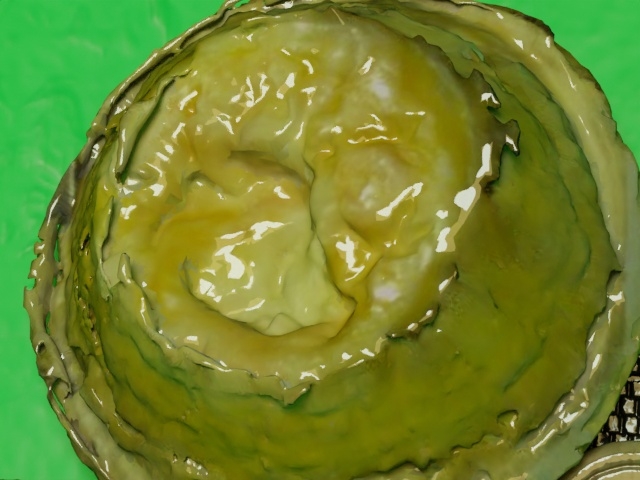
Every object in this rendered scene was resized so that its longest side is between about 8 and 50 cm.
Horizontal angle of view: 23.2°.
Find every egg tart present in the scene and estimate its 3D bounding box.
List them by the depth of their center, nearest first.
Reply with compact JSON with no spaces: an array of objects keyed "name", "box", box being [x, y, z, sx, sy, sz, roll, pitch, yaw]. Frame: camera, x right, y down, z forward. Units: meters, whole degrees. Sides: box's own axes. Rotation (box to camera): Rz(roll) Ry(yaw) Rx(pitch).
[{"name":"egg tart","box":[0.000,0.000,0.708,0.315,0.120,0.315,-5,69,12]}]

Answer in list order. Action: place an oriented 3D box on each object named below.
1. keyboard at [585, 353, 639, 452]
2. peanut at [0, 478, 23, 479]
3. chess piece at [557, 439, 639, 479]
[{"name":"keyboard","box":[0.179,0.083,0.721,0.196,0.018,0.060,4,77,9]},{"name":"peanut","box":[-0.186,0.206,0.691,0.108,0.095,0.226,27,81,30]},{"name":"chess piece","box":[0.139,0.131,0.695,0.084,0.038,0.083,-1,83,7]}]
